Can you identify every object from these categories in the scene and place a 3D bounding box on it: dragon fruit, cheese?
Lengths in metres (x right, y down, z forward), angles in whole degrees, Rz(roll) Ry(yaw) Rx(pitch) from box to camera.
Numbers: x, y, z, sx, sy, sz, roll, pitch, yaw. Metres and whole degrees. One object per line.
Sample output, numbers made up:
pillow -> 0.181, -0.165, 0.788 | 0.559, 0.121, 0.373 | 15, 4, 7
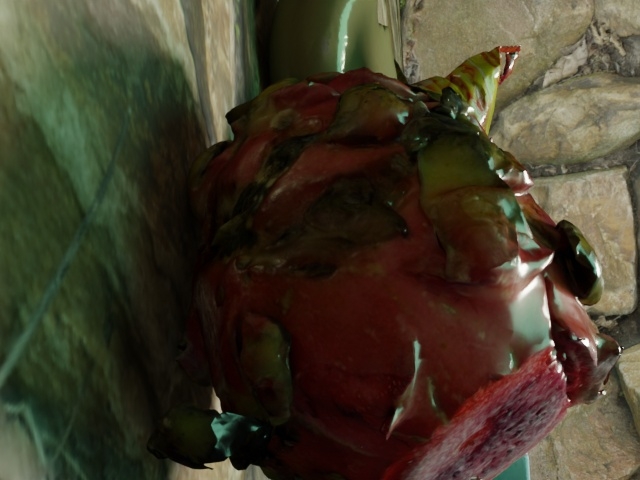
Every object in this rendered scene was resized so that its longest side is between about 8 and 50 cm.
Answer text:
dragon fruit -> 0.023, 0.021, 0.513 | 0.291, 0.269, 0.250 | 53, 0, 31
cheese -> 0.015, -0.191, 0.797 | 0.175, 0.091, 0.202 | -54, 145, -42

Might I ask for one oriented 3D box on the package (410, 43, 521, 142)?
package -> 0.076, -0.067, 0.776 | 0.288, 0.108, 0.223 | -27, 142, -32

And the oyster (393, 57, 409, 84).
oyster -> 0.048, -0.171, 0.985 | 0.166, 0.111, 0.341 | 83, -1, -64

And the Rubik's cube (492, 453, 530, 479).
Rubik's cube -> 0.193, 0.372, 1.218 | 0.221, 0.225, 0.231 | -99, -178, -73
